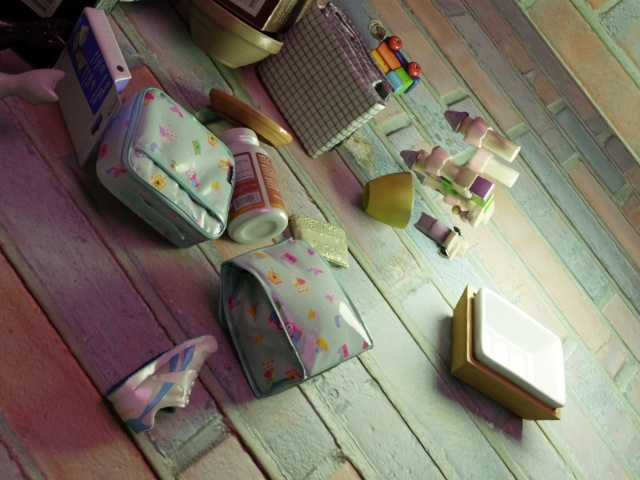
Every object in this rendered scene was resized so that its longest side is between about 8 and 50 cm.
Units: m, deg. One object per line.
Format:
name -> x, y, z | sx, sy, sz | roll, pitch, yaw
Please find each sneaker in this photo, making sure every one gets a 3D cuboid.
sneaker -> -0.245, 0.229, 1.581 | 0.228, 0.087, 0.092 | -34, 93, -46

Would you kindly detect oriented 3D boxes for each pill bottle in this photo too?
pill bottle -> -0.147, -0.111, 1.926 | 0.121, 0.121, 0.216 | 9, 53, -41

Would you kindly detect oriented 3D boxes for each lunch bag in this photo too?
lunch bag -> -0.271, -0.124, 1.763 | 0.279, 0.107, 0.224 | 41, 40, -38
lunch bag -> -0.060, 0.129, 1.786 | 0.223, 0.160, 0.262 | -18, 78, -50

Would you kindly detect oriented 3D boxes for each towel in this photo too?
towel -> 0.000, 0.000, 2.060 | 0.148, 0.027, 0.110 | 16, 48, -36
towel -> 0.017, -0.365, 2.216 | 0.284, 0.235, 0.121 | 57, 32, 8

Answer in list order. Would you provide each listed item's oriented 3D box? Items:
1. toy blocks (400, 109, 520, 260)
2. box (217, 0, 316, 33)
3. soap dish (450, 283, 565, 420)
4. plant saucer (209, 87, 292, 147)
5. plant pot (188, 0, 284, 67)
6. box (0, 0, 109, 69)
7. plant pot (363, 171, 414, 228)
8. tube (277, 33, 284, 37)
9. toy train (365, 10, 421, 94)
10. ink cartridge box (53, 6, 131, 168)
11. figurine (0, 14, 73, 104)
toy blocks -> 0.283, -0.139, 2.288 | 0.260, 0.309, 0.288 | 33, -5, 15
box -> -0.131, -0.568, 2.172 | 0.191, 0.143, 0.381 | 34, 12, 1
soap dish -> 0.419, 0.261, 2.192 | 0.290, 0.118, 0.229 | 32, 41, -22
plant saucer -> -0.151, -0.250, 2.028 | 0.200, 0.037, 0.200 | 32, -2, 1
plant pot -> -0.206, -0.456, 2.133 | 0.237, 0.110, 0.237 | 32, 15, -9
box -> -0.453, -0.520, 1.815 | 0.182, 0.296, 0.294 | 41, 37, -12
plant pot -> 0.151, -0.097, 2.228 | 0.095, 0.134, 0.134 | 6, 51, -11
tube -> -0.093, -0.534, 2.402 | 0.207, 0.052, 0.080 | 50, 30, 9
toy train -> 0.142, -0.489, 2.566 | 0.143, 0.105, 0.248 | -30, 82, -39
ink cartridge box -> -0.406, -0.267, 1.724 | 0.045, 0.206, 0.208 | -6, 64, -39
figurine -> -0.535, -0.309, 1.646 | 0.209, 0.092, 0.215 | 1, 54, -8
